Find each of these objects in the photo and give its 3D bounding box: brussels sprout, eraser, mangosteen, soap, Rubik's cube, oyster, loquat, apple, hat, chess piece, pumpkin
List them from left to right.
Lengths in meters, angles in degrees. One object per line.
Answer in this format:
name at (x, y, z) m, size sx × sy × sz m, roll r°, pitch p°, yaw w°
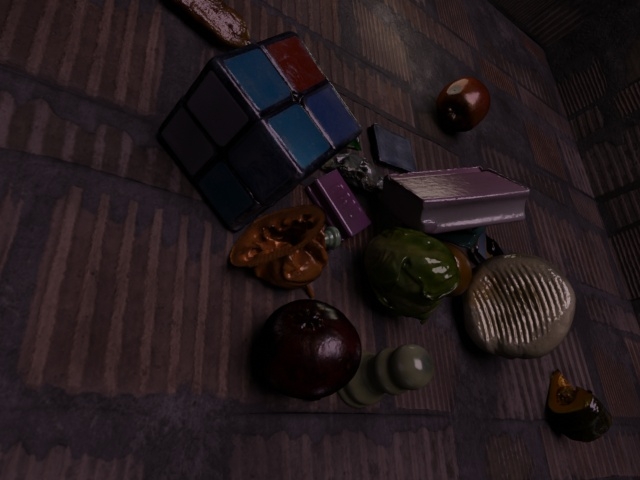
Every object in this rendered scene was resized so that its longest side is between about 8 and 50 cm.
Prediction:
Rubik's cube at (-0.144, -0.264, 1.164) m, size 0.318 × 0.313 × 0.316 m, roll 52°, pitch 45°, yaw -7°
hat at (-0.066, 0.070, 1.200) m, size 0.244 × 0.233 × 0.233 m, roll -50°, pitch 130°, yaw -32°
mangosteen at (-0.023, 0.268, 1.087) m, size 0.235 × 0.235 × 0.262 m, roll -48°, pitch 145°, yaw -44°
chess piece at (0.000, 0.000, 1.333) m, size 0.103 × 0.067 × 0.067 m, roll -13°, pitch 77°, yaw -35°
soap at (0.055, -0.106, 1.430) m, size 0.122 × 0.065 × 0.203 m, roll -35°, pitch 92°, yaw -46°
oyster at (0.143, -0.209, 1.545) m, size 0.199 × 0.087 × 0.252 m, roll 53°, pitch 37°, yaw 8°
chess piece at (0.164, 0.323, 1.166) m, size 0.144 × 0.251 × 0.145 m, roll 19°, pitch 57°, yaw -32°
brussels sprout at (0.252, 0.095, 1.352) m, size 0.294 × 0.260 × 0.227 m, roll 30°, pitch 59°, yaw 33°
loquat at (0.383, 0.086, 1.534) m, size 0.227 × 0.179 × 0.179 m, roll 32°, pitch 50°, yaw -18°
eraser at (0.406, -0.133, 1.468) m, size 0.358 × 0.123 × 0.272 m, roll -9°, pitch 28°, yaw -17°
apple at (0.620, -0.587, 2.071) m, size 0.229 × 0.230 × 0.230 m, roll 20°, pitch 56°, yaw -33°
pumpkin at (0.964, 0.595, 1.762) m, size 0.139 × 0.190 × 0.280 m, roll 49°, pitch 45°, yaw -8°

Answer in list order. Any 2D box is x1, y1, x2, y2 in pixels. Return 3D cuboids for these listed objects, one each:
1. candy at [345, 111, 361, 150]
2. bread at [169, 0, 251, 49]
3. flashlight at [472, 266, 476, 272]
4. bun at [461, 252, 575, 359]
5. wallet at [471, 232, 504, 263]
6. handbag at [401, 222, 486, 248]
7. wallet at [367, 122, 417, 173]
candy at (0.039, -0.336, 1.533) m, size 0.203 × 0.078 × 0.141 m, roll -12°, pitch 65°, yaw -32°
bread at (-0.321, -0.658, 1.385) m, size 0.344 × 0.084 × 0.124 m, roll 36°, pitch 71°, yaw -22°
flashlight at (0.632, 0.199, 1.757) m, size 0.093 × 0.093 × 0.232 m, roll -36°, pitch 92°, yaw -45°
bun at (0.661, 0.224, 1.607) m, size 0.219 × 0.364 × 0.366 m, roll 33°, pitch 42°, yaw -65°
wallet at (0.680, 0.064, 1.883) m, size 0.231 × 0.069 × 0.170 m, roll 43°, pitch 42°, yaw -17°
handbag at (0.440, -0.103, 1.635) m, size 0.274 × 0.268 × 0.100 m, roll -35°, pitch 136°, yaw -42°
wallet at (0.268, -0.335, 1.760) m, size 0.222 × 0.036 × 0.168 m, roll 10°, pitch 62°, yaw -39°
